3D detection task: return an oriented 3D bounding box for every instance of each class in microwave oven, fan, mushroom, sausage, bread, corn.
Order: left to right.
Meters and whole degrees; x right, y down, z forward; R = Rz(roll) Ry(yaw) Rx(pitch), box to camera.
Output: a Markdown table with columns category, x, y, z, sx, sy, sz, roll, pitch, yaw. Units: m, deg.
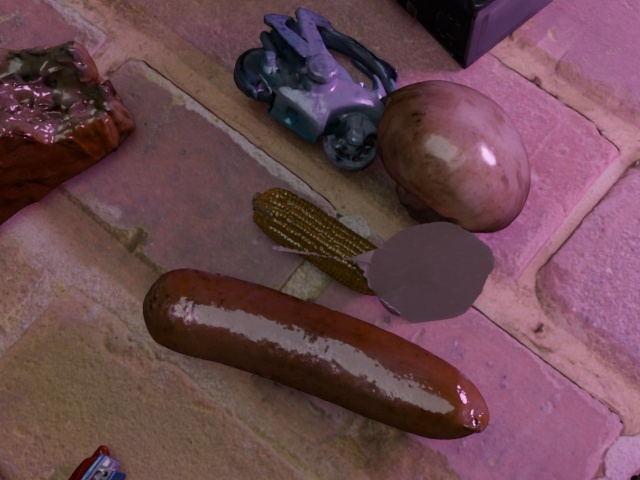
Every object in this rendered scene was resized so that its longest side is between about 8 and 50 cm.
| category | x | y | z | sx | sy | sz | roll | pitch | yaw |
| --- | --- | --- | --- | --- | --- | --- | --- | --- | --- |
| bread | -0.489 | -0.170 | 1.210 | 0.370 | 0.314 | 0.191 | -35 | 66 | 0 |
| sausage | -0.009 | 0.152 | 1.162 | 0.501 | 0.136 | 0.123 | 19 | 104 | 7 |
| corn | 0.000 | 0.000 | 1.232 | 0.238 | 0.080 | 0.080 | 34 | 80 | 8 |
| fan | 0.085 | 0.033 | 1.162 | 0.310 | 0.182 | 0.010 | 11 | 35 | -10 |
| mushroom | 0.182 | -0.121 | 1.188 | 0.255 | 0.184 | 0.255 | 16 | 46 | -17 |
| microwave oven | 0.208 | -0.459 | 1.287 | 0.237 | 0.181 | 0.295 | -38 | 75 | -7 |

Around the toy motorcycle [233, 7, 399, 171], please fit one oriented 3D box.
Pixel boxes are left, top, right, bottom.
| category | x | y | z | sx | sy | sz | roll | pitch | yaw |
| --- | --- | --- | --- | --- | --- | --- | --- | --- | --- |
| toy motorcycle | 0.007 | -0.231 | 1.269 | 0.260 | 0.154 | 0.206 | 38 | 58 | 6 |

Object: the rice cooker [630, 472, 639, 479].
| category | x | y | z | sx | sy | sz | roll | pitch | yaw |
| --- | --- | --- | --- | --- | --- | --- | --- | --- | --- |
| rice cooker | 0.461 | 0.379 | 1.003 | 0.241 | 0.280 | 0.227 | 36 | 89 | -20 |

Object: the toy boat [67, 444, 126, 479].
| category | x | y | z | sx | sy | sz | roll | pitch | yaw |
| --- | --- | --- | --- | --- | --- | --- | --- | --- | --- |
| toy boat | -0.332 | 0.370 | 1.161 | 0.059 | 0.069 | 0.173 | 30 | 74 | 20 |
